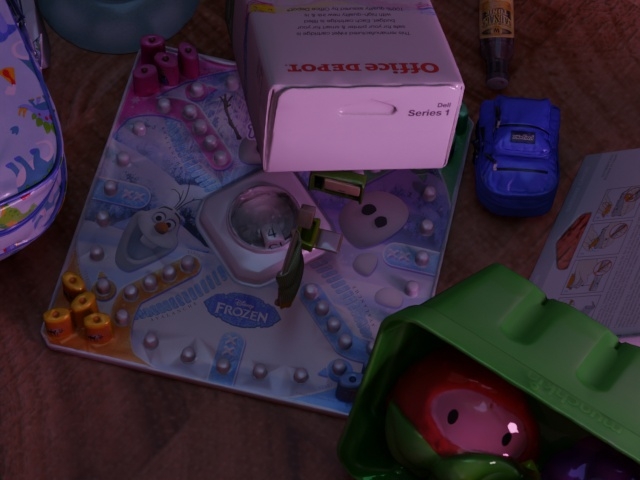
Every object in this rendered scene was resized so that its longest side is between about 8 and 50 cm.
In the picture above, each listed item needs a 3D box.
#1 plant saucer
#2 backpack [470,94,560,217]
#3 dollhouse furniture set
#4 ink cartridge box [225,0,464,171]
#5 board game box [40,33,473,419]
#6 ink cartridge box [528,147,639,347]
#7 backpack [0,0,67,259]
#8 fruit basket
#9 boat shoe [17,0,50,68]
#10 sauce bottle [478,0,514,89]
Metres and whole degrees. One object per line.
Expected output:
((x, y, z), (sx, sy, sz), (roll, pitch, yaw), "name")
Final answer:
((-0.235, -0.306, 1.941), (0.195, 0.037, 0.195), (1, 63, -2), "plant saucer")
((0.210, -0.091, 1.809), (0.098, 0.101, 0.120), (3, 66, 7), "backpack")
((0.000, 0.000, 1.709), (0.059, 0.076, 0.151), (15, 62, 4), "dollhouse furniture set")
((0.018, -0.201, 1.780), (0.201, 0.117, 0.278), (-2, 42, -12), "ink cartridge box")
((-0.059, -0.024, 1.791), (0.390, 0.050, 0.390), (13, 63, 5), "board game box")
((0.340, 0.011, 1.728), (0.239, 0.060, 0.275), (-8, 43, 45), "ink cartridge box")
((-0.408, -0.135, 1.711), (0.290, 0.273, 0.355), (-24, 102, -32), "backpack")
((0.170, 0.253, 1.520), (0.392, 0.283, 0.392), (8, 46, -8), "fruit basket")
((-0.362, -0.260, 1.902), (0.083, 0.065, 0.183), (-17, 60, -3), "boat shoe")
((0.202, -0.232, 1.914), (0.042, 0.042, 0.128), (1, 62, -2), "sauce bottle")
